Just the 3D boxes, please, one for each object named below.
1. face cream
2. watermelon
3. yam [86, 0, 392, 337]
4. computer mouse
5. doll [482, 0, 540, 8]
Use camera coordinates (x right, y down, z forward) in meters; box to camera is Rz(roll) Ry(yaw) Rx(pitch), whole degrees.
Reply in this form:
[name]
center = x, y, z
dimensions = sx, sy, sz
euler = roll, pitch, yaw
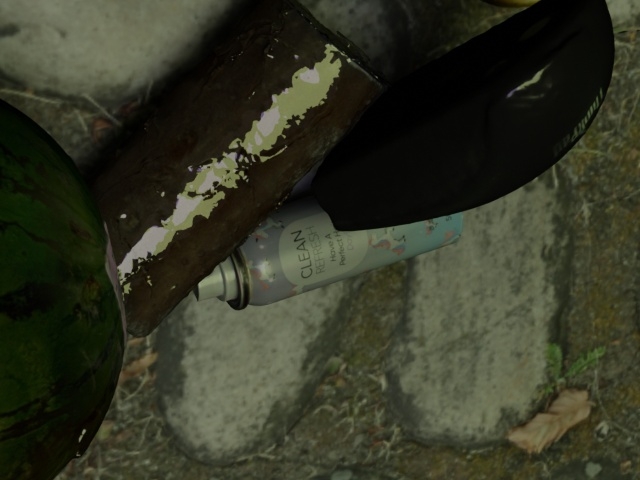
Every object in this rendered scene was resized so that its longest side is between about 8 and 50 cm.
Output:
[face cream]
center = 0.000, 0.000, 1.544
dimensions = 0.229, 0.075, 0.075
euler = -19, 119, -20
[watermelon]
center = -0.310, 0.046, 1.247
dimensions = 0.363, 0.363, 0.363
euler = -11, 117, -23
[yam]
center = -0.079, -0.064, 1.446
dimensions = 0.280, 0.131, 0.131
euler = -45, 125, -1
[computer mouse]
center = 0.124, -0.088, 1.435
dimensions = 0.100, 0.269, 0.170
euler = 52, 48, -11
[doll]
center = 0.217, -0.344, 1.428
dimensions = 0.339, 0.209, 0.318
euler = -30, 121, -10
